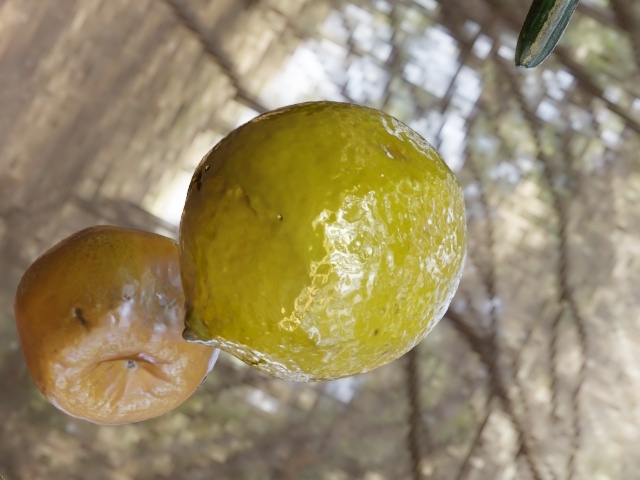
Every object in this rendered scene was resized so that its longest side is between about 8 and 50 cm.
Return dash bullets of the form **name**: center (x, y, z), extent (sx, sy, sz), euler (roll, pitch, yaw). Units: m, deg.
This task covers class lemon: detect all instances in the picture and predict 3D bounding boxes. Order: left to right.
- **lemon**: center (0.005, -0.003, 1.634), extent (0.253, 0.228, 0.228), euler (-28, 161, -49)

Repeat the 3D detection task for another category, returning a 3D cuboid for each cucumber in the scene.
- **cucumber**: center (0.243, -0.231, 2.167), extent (0.048, 0.048, 0.105), euler (-104, -143, -71)

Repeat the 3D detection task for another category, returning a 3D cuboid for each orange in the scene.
- **orange**: center (-0.225, 0.079, 2.263), extent (0.249, 0.249, 0.183), euler (-55, -140, 32)

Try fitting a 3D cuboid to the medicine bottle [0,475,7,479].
- **medicine bottle**: center (-0.369, 0.360, 1.699), extent (0.384, 0.224, 0.224), euler (125, -14, -49)
